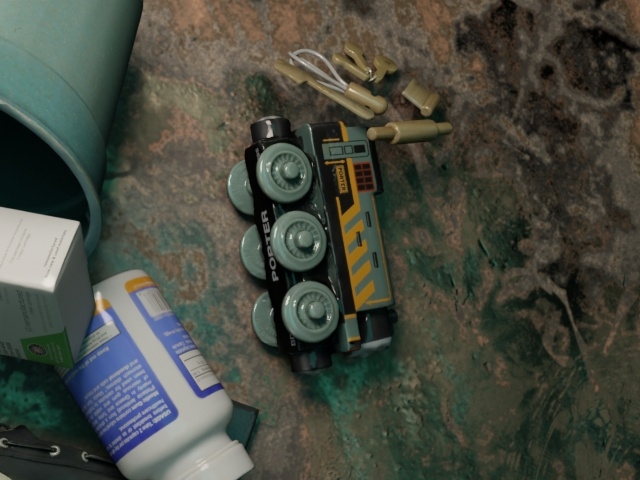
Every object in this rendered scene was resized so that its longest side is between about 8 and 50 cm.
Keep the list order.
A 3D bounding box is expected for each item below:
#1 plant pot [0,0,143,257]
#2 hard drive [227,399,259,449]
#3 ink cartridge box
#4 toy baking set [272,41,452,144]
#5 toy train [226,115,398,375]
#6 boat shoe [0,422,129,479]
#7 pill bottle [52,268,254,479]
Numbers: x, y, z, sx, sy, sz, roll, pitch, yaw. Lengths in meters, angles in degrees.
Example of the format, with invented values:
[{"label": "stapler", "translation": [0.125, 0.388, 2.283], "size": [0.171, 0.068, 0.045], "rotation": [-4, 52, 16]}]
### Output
[{"label": "plant pot", "translation": [-0.356, -0.185, 1.158], "size": [0.341, 0.341, 0.334], "rotation": [23, 53, -13]}, {"label": "hard drive", "translation": [-0.154, 0.235, 1.334], "size": [0.135, 0.022, 0.094], "rotation": [22, 76, -13]}, {"label": "ink cartridge box", "translation": [-0.357, 0.039, 1.098], "size": [0.219, 0.160, 0.092], "rotation": [10, 54, 3]}, {"label": "toy baking set", "translation": [0.057, -0.191, 1.399], "size": [0.256, 0.030, 0.197], "rotation": [-15, 53, -48]}, {"label": "toy train", "translation": [0.000, 0.000, 1.365], "size": [0.190, 0.142, 0.334], "rotation": [-8, 85, -28]}, {"label": "boat shoe", "translation": [-0.347, 0.269, 1.228], "size": [0.340, 0.127, 0.113], "rotation": [15, 38, -13]}, {"label": "pill bottle", "translation": [-0.197, 0.183, 1.238], "size": [0.152, 0.152, 0.272], "rotation": [-31, 81, -19]}]
